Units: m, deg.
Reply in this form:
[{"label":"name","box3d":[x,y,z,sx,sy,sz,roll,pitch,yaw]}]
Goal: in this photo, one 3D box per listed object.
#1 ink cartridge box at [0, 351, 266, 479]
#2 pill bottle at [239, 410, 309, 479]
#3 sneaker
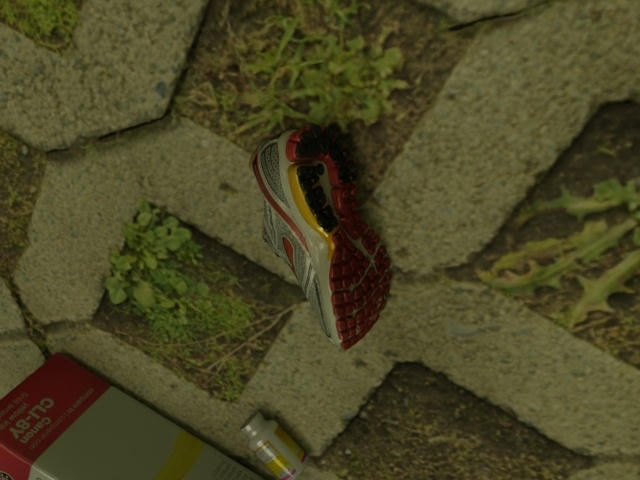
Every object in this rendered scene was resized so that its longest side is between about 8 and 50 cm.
[{"label":"ink cartridge box","box3d":[-0.249,0.369,0.904,0.384,0.160,0.279,28,122,8]},{"label":"pill bottle","box3d":[-0.055,0.240,0.825,0.083,0.043,0.043,48,123,-4]},{"label":"sneaker","box3d":[0.000,0.000,0.671,0.092,0.088,0.225,4,118,45]}]
